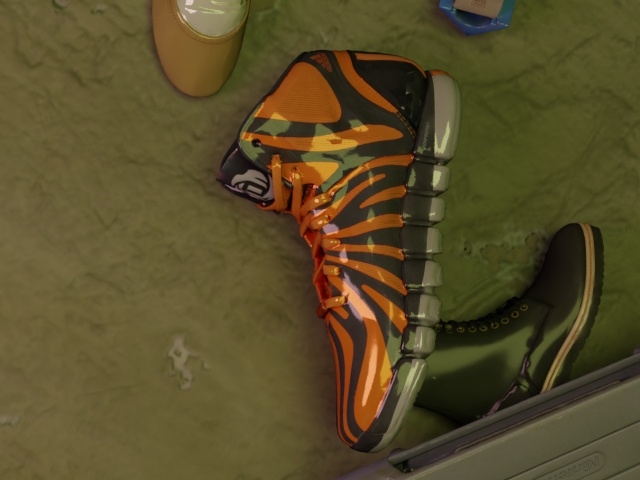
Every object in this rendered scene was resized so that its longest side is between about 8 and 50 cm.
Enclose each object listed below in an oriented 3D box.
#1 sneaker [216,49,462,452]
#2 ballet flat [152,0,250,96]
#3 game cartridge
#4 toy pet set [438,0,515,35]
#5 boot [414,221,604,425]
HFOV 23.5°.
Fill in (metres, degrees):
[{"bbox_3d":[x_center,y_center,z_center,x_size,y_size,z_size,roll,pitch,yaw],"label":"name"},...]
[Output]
[{"bbox_3d":[0.000,0.000,1.207,0.180,0.124,0.321,11,70,-13],"label":"sneaker"},{"bbox_3d":[-0.086,-0.232,1.213,0.080,0.073,0.232,7,83,-17],"label":"ballet flat"},{"bbox_3d":[0.191,0.232,1.235,0.355,0.068,0.230,-20,114,-19],"label":"game cartridge"},{"bbox_3d":[0.151,-0.234,1.301,0.122,0.065,0.114,15,64,0],"label":"toy pet set"},{"bbox_3d":[0.147,0.063,1.266,0.137,0.077,0.198,19,78,-11],"label":"boot"}]
